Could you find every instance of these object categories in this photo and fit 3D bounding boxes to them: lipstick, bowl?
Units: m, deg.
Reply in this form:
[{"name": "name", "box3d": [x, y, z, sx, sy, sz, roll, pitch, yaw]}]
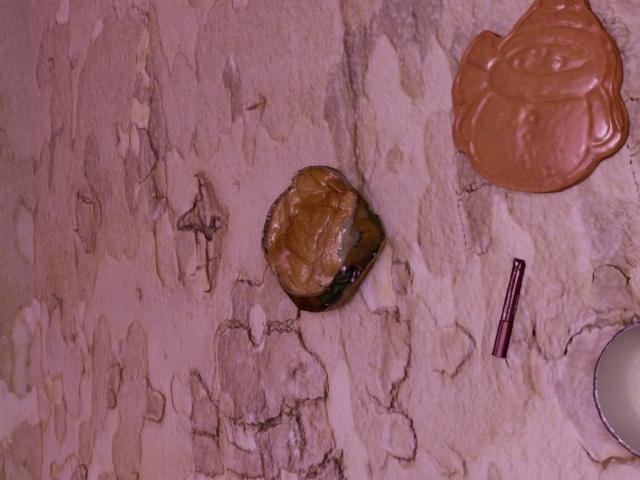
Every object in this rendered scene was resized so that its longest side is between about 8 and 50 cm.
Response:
[{"name": "lipstick", "box3d": [0.331, 0.118, 1.304, 0.027, 0.027, 0.176, 14, 93, 41]}, {"name": "bowl", "box3d": [0.515, 0.213, 1.071, 0.212, 0.112, 0.211, -5, 83, 41]}]

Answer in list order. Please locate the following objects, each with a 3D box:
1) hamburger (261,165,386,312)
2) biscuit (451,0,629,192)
[{"name": "hamburger", "box3d": [0.002, 0.001, 1.538, 0.285, 0.134, 0.265, -52, 48, 17]}, {"name": "biscuit", "box3d": [0.368, -0.254, 1.296, 0.312, 0.057, 0.351, -6, 81, 40]}]
